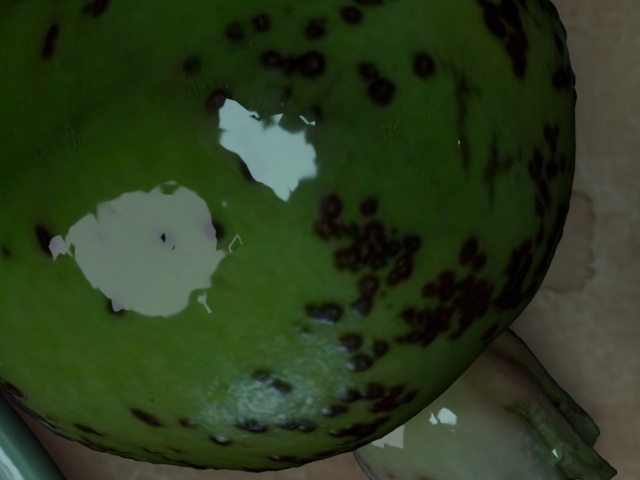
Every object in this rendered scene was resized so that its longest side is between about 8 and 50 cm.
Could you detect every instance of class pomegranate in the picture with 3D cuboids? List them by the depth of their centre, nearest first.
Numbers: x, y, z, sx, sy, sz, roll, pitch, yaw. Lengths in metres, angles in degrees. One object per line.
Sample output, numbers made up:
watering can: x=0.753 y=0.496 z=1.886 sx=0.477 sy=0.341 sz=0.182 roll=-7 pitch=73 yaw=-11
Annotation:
pomegranate: x=0.000 y=0.000 z=0.810 sx=0.285 sy=0.285 sz=0.341 roll=-35 pitch=115 yaw=7

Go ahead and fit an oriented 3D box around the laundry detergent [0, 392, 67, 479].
laundry detergent: x=-0.261 y=0.107 z=0.896 sx=0.264 sy=0.125 sz=0.398 roll=-27 pitch=84 yaw=8
